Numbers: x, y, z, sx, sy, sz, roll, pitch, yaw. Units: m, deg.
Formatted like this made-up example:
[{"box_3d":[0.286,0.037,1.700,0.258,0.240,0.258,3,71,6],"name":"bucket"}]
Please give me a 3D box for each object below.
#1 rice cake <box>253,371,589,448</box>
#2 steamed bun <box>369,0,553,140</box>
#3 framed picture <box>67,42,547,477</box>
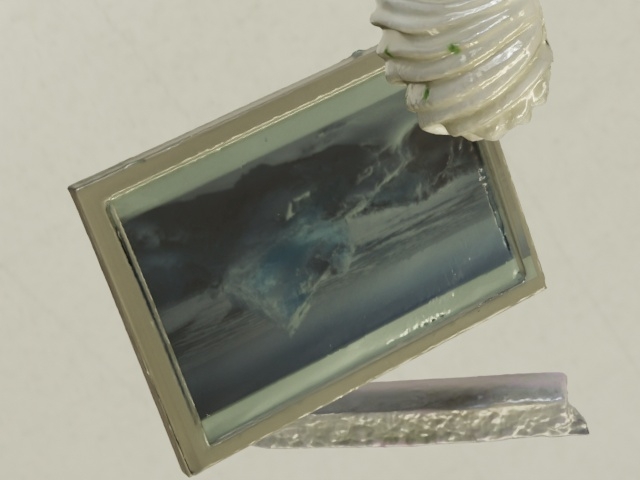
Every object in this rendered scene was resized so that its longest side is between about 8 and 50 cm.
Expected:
[{"box_3d":[0.103,0.192,2.172,0.399,0.070,0.064,-3,117,6],"name":"rice cake"},{"box_3d":[0.105,-0.155,1.516,0.106,0.183,0.183,-20,139,-16],"name":"steamed bun"},{"box_3d":[0.000,0.000,1.933,0.446,0.028,0.326,-27,110,-18],"name":"framed picture"}]
